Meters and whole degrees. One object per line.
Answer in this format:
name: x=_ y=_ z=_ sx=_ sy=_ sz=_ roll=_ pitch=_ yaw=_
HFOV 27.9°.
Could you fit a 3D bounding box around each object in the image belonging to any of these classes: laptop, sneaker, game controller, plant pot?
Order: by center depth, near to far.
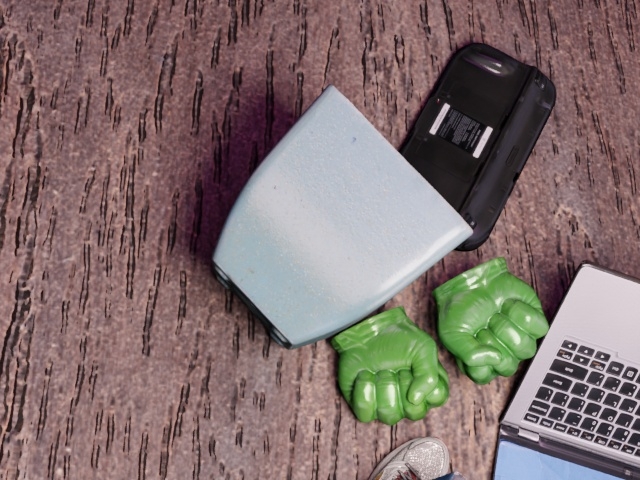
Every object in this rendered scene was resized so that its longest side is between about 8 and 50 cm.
sneaker: x=0.089 y=0.333 z=1.600 sx=0.088 sy=0.093 sz=0.225 roll=43 pitch=65 yaw=2
plant pot: x=0.000 y=0.000 z=1.621 sx=0.252 sy=0.247 sz=0.248 roll=-43 pitch=87 yaw=-7
laptop: x=0.435 y=0.301 z=1.631 sx=0.381 sy=0.408 sz=0.236 roll=19 pitch=24 yaw=-10
game controller: x=0.213 y=-0.139 z=1.828 sx=0.166 sy=0.067 sz=0.319 roll=25 pitch=65 yaw=10

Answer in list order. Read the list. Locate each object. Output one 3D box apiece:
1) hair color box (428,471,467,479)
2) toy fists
hair color box: x=0.103 y=0.446 z=1.432 sx=0.174 sy=0.105 sz=0.347 roll=45 pitch=55 yaw=-7
toy fists: x=0.154 y=0.136 z=1.649 sx=0.279 sy=0.096 sz=0.142 roll=-26 pitch=79 yaw=0
